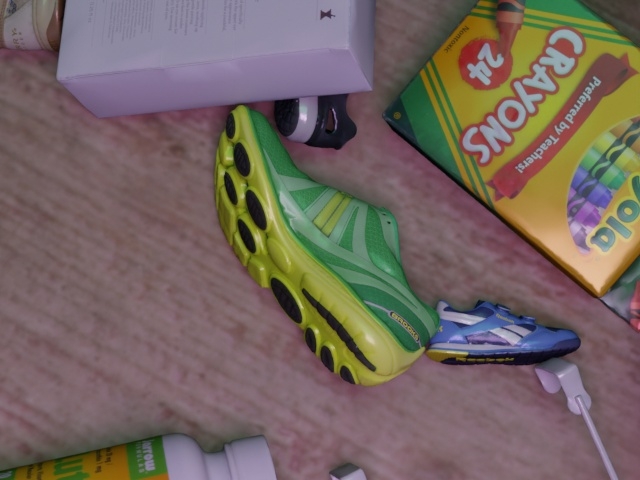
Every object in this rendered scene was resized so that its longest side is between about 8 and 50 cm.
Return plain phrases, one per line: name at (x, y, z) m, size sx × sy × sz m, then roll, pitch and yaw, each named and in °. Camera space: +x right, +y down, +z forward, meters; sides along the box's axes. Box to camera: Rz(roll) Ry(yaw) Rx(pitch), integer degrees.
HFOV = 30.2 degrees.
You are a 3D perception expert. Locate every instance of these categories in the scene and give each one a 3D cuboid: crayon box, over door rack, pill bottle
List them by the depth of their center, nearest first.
pill bottle at (-0.155, 0.235, 0.974) m, size 0.246 × 0.136 × 0.136 m, roll -12°, pitch 72°, yaw -8°
over door rack at (0.181, 0.284, 0.990) m, size 0.239 × 0.108 × 0.324 m, roll -24°, pitch 77°, yaw -13°
crayon box at (0.243, -0.089, 1.117) m, size 0.318 × 0.081 × 0.202 m, roll 40°, pitch 94°, yaw 10°

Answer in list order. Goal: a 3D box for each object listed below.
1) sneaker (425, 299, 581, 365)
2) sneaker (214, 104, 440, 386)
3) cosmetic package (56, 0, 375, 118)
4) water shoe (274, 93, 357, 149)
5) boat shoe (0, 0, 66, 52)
sneaker at (0.169, 0.083, 1.098) m, size 0.144 × 0.053 × 0.059 m, roll 2°, pitch 68°, yaw -5°
sneaker at (0.000, 0.000, 1.102) m, size 0.123 × 0.109 × 0.295 m, roll -22°, pitch 70°, yaw -36°
cosmetic package at (-0.090, -0.316, 1.154) m, size 0.284 × 0.097 × 0.377 m, roll -4°, pitch 69°, yaw 18°
water shoe at (0.002, -0.183, 1.183) m, size 0.080 × 0.073 × 0.203 m, roll 16°, pitch 68°, yaw -26°
boat shoe at (-0.281, -0.325, 1.183) m, size 0.089 × 0.104 × 0.285 m, roll 0°, pitch 73°, yaw 7°
